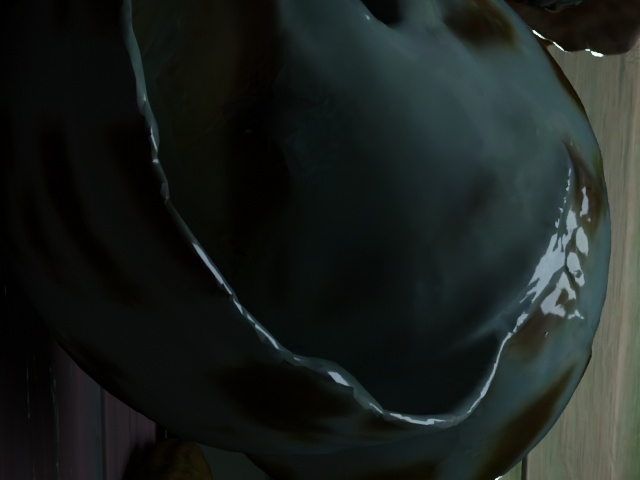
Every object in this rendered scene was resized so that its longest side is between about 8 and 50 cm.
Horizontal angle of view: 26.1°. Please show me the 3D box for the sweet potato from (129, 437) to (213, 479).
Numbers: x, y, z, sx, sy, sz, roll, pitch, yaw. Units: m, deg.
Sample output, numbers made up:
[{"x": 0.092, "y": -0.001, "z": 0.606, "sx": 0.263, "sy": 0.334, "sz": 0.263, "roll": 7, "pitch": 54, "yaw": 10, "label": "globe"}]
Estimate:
[{"x": -0.092, "y": 0.151, "z": 0.863, "sx": 0.054, "sy": 0.053, "sz": 0.182, "roll": 51, "pitch": 6, "yaw": -9, "label": "sweet potato"}]

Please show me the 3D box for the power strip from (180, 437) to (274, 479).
[{"x": -0.029, "y": 0.156, "z": 1.124, "sx": 0.357, "sy": 0.161, "sz": 0.358, "roll": -179, "pitch": -90, "yaw": -89, "label": "power strip"}]

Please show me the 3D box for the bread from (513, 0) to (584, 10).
[{"x": -0.016, "y": -0.157, "z": 0.422, "sx": 0.040, "sy": 0.267, "sz": 0.267, "roll": -50, "pitch": -169, "yaw": 16, "label": "bread"}]

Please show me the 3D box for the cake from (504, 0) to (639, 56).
[{"x": 0.037, "y": -0.255, "z": 0.703, "sx": 0.307, "sy": 0.314, "sz": 0.293, "roll": 92, "pitch": 1, "yaw": -52, "label": "cake"}]

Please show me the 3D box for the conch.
[{"x": 0.000, "y": -0.001, "z": 0.527, "sx": 0.368, "sy": 0.197, "sz": 0.249, "roll": 46, "pitch": 36, "yaw": -27, "label": "conch"}]
